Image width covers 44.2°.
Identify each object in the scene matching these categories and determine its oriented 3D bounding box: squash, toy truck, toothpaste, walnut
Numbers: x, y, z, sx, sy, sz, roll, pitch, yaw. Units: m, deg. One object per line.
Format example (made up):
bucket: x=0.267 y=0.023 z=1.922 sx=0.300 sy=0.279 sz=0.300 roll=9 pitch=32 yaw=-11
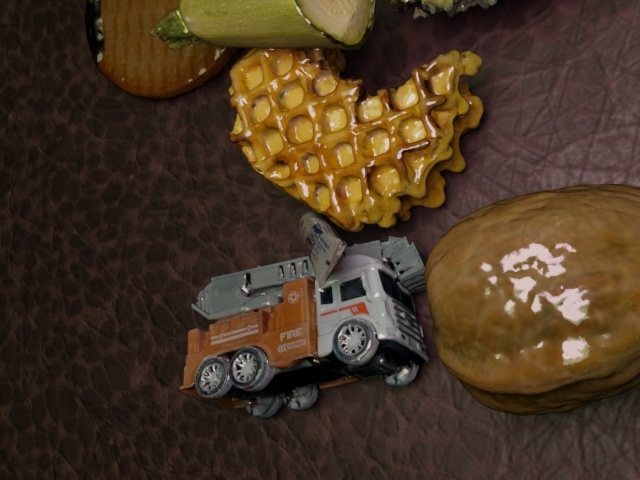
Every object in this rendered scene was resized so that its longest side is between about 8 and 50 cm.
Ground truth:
squash: x=-0.086 y=-0.290 z=0.928 sx=0.288 sy=0.137 sz=0.137 roll=8 pitch=87 yaw=31
toy truck: x=-0.009 y=0.100 z=0.992 sx=0.338 sy=0.133 sz=0.184 roll=-19 pitch=60 yaw=25
toothpaste: x=0.000 y=0.000 z=0.964 sx=0.038 sy=0.233 sz=0.060 roll=24 pitch=100 yaw=-12
walnut: x=0.245 y=0.059 z=0.812 sx=0.283 sy=0.227 sz=0.283 roll=-24 pitch=30 yaw=15

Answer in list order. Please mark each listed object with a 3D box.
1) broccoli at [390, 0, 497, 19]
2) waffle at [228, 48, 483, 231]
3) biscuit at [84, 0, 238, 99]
broccoli: x=0.164 y=-0.434 z=0.924 sx=0.334 sy=0.324 sz=0.272 roll=-30 pitch=115 yaw=11
waffle: x=0.032 y=-0.166 z=0.997 sx=0.324 sy=0.151 sz=0.261 roll=36 pitch=96 yaw=26
biscuit: x=-0.233 y=-0.370 z=1.207 sx=0.318 sy=0.040 sz=0.317 roll=-3 pitch=84 yaw=26
